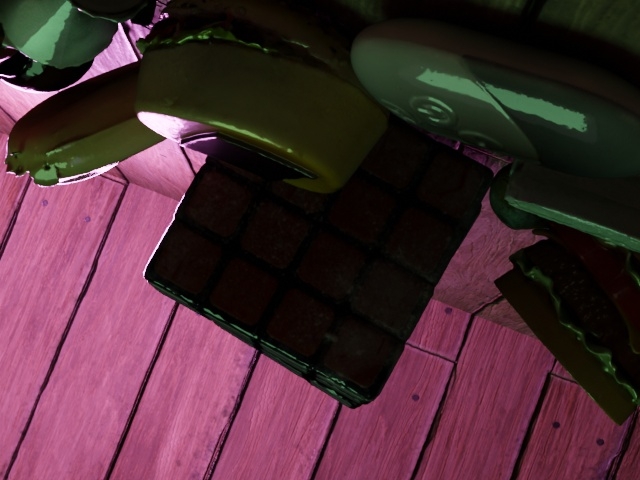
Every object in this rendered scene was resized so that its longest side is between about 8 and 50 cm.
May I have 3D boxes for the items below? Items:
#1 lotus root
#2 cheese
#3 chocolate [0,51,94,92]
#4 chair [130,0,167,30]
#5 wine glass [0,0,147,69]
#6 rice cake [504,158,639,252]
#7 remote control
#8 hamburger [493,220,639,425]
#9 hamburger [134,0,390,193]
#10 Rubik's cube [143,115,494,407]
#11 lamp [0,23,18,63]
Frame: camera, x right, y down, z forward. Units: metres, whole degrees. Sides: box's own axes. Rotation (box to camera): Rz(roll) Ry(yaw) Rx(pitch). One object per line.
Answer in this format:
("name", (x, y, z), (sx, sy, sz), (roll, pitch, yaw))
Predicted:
("lotus root", (0.274, -0.062, 1.751), (0.113, 0.088, 0.192), (4, 170, 5))
("cheese", (-0.284, -0.168, 1.853), (0.128, 0.316, 0.259), (61, 162, -10))
("chocolate", (-0.374, -0.276, 1.842), (0.177, 0.176, 0.177), (21, 173, 3))
("chair", (-0.219, -0.287, 1.683), (0.037, 0.042, 0.086), (11, 169, 36))
("wine glass", (-0.263, -0.279, 1.496), (0.156, 0.156, 0.232), (24, 169, -20))
("rice cake", (0.317, -0.056, 1.537), (0.211, 0.124, 0.038), (17, 156, 10))
("remote control", (0.185, -0.140, 1.353), (0.332, 0.103, 0.221), (17, 174, 18))
("hamburger", (0.362, 0.069, 1.644), (0.274, 0.212, 0.274), (47, -173, -7))
("hamburger", (-0.066, -0.174, 1.534), (0.300, 0.176, 0.300), (20, 172, 3))
("Rubik's cube", (0.000, 0.000, 1.843), (0.344, 0.344, 0.337), (31, 174, 4))
("lamp", (-0.455, -0.300, 1.645), (0.227, 0.227, 0.227), (21, 173, 3))
